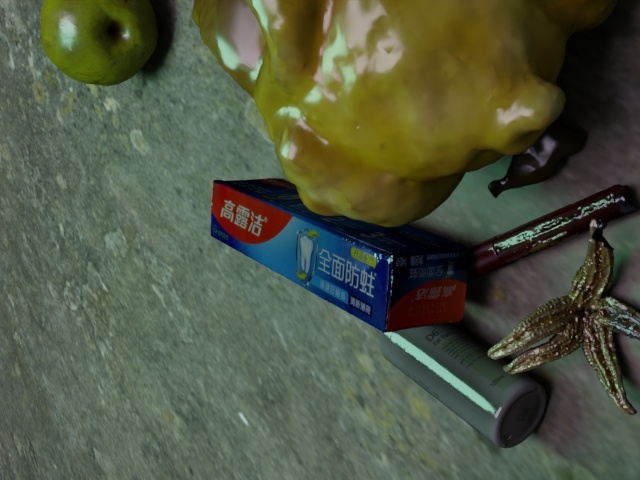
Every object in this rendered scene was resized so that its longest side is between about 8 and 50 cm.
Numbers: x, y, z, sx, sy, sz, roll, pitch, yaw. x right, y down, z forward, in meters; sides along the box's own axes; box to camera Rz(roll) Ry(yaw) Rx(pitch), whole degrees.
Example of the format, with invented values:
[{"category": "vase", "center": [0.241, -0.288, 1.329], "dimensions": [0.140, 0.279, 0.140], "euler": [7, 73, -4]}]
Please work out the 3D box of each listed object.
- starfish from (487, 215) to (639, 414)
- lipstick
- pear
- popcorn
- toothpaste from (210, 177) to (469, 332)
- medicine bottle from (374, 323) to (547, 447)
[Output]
[{"category": "starfish", "center": [0.186, 0.045, 0.568], "dimensions": [0.133, 0.041, 0.130], "euler": [10, 105, 25]}, {"category": "lipstick", "center": [0.153, -0.002, 0.618], "dimensions": [0.176, 0.027, 0.027], "euler": [-30, 69, 49]}, {"category": "pear", "center": [-0.288, -0.275, 1.081], "dimensions": [0.162, 0.149, 0.148], "euler": [28, 115, 48]}, {"category": "popcorn", "center": [0.037, -0.161, 0.579], "dimensions": [0.316, 0.281, 0.297], "euler": [9, 82, 40]}, {"category": "toothpaste", "center": [-0.001, 0.000, 0.754], "dimensions": [0.320, 0.076, 0.066], "euler": [23, 113, 57]}, {"category": "medicine bottle", "center": [0.091, 0.090, 0.681], "dimensions": [0.199, 0.058, 0.057], "euler": [35, 119, 47]}]
